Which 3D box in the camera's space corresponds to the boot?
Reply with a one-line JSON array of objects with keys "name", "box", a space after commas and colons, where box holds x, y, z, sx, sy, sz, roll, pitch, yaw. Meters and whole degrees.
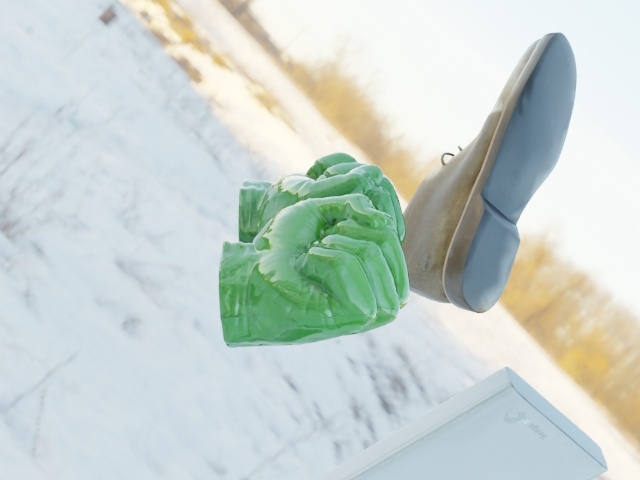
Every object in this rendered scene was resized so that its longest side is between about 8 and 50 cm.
[{"name": "boot", "box": [0.159, -0.080, 1.275, 0.115, 0.305, 0.112, 11, -23, 42]}]

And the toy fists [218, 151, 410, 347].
[{"name": "toy fists", "box": [0.000, 0.000, 1.058, 0.279, 0.142, 0.096, -85, 171, -70]}]

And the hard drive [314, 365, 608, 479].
[{"name": "hard drive", "box": [0.132, 0.269, 1.412, 0.203, 0.307, 0.040, 40, 26, -36]}]
